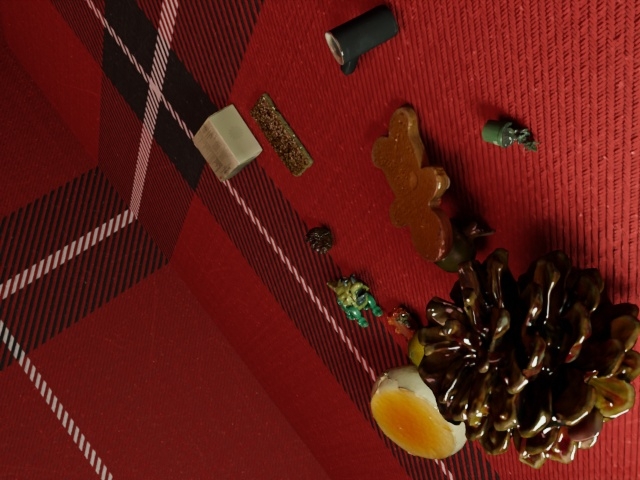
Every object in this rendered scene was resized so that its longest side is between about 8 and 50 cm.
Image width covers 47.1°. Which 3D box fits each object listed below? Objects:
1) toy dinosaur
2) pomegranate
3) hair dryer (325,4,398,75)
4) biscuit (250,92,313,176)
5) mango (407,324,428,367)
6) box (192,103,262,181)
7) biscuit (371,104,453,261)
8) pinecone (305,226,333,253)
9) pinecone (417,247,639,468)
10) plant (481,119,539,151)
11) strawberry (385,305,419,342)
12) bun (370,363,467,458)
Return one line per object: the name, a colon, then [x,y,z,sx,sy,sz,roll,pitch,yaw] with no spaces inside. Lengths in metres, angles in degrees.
toy dinosaur: [0.084,0.163,2.139,0.153,0.094,0.259,60,162,-12]
pomegranate: [0.294,0.001,1.564,0.161,0.122,0.122,-33,93,27]
hair dryer: [0.077,-0.390,1.492,0.070,0.128,0.255,61,177,1]
biscuit: [-0.109,-0.281,1.996,0.231,0.025,0.131,55,155,0]
mango: [0.288,0.276,1.889,0.125,0.111,0.233,64,156,-5]
box: [-0.282,-0.287,2.207,0.168,0.095,0.212,58,155,-4]
biscuit: [0.200,-0.106,1.536,0.205,0.049,0.324,-54,49,53]
pinecone: [0.000,0.000,2.094,0.077,0.077,0.083,18,140,52]
pinecone: [0.358,0.189,1.306,0.398,0.398,0.397,40,151,28]
plant: [0.341,-0.186,1.306,0.102,0.051,0.051,21,140,34]
strawberry: [0.232,0.230,2.009,0.104,0.048,0.152,34,164,25]
bun: [0.287,0.456,2.050,0.299,0.165,0.299,22,135,24]
